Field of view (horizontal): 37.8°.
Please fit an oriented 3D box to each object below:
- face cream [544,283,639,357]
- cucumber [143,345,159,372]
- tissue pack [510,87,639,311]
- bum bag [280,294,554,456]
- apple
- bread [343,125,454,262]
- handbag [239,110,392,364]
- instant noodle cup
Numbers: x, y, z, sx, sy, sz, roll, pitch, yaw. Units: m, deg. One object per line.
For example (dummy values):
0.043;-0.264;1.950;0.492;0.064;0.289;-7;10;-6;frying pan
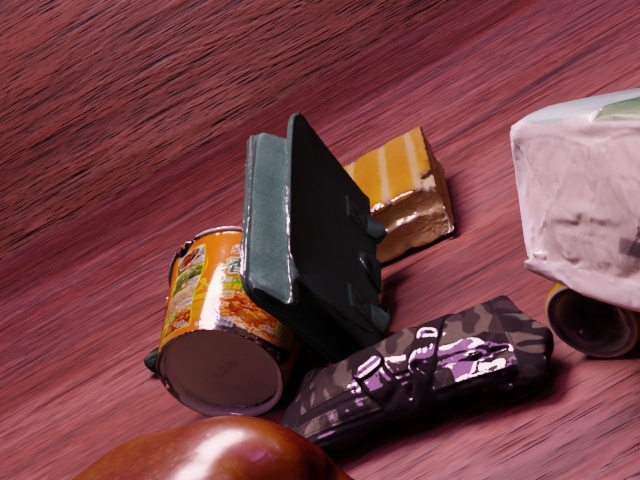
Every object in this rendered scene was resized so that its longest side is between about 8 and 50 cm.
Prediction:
0.371;-0.015;1.085;0.105;0.105;0.348;-9;29;43;face cream
-0.245;0.187;1.520;0.105;0.048;0.048;-23;22;19;cucumber
0.394;-0.059;0.867;0.357;0.193;0.266;-10;10;-17;tissue pack
0.101;0.155;1.075;0.340;0.095;0.144;-24;36;19;bum bag
-0.101;0.290;0.760;0.317;0.288;0.288;-29;18;33;apple
0.092;-0.053;1.538;0.239;0.111;0.246;-28;23;14;bread
0.000;-0.001;1.261;0.089;0.238;0.326;-29;40;23;handbag
-0.120;0.124;1.290;0.230;0.230;0.182;-20;33;25;instant noodle cup
